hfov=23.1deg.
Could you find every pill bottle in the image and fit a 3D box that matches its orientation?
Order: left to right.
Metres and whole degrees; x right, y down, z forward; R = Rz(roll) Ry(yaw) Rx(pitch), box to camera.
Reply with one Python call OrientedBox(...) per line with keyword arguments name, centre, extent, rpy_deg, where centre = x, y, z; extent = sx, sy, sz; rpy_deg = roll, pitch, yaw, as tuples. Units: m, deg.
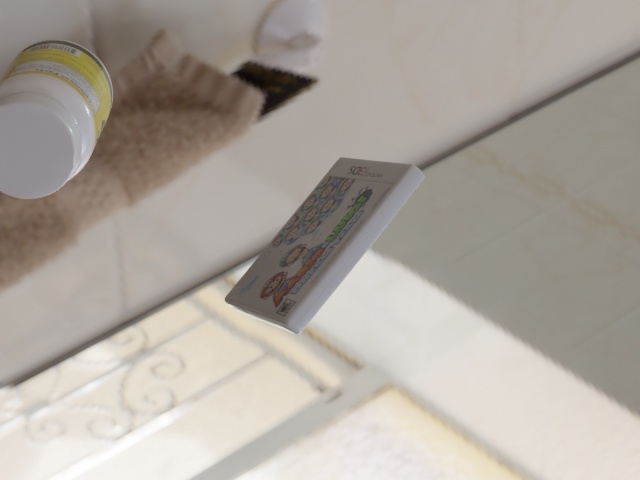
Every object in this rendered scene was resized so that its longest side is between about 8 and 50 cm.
OrientedBox(name="pill bottle", centre=(-0.280, -0.122, 1.580), extent=(0.208, 0.119, 0.119), rpy_deg=(-88, 165, -68))

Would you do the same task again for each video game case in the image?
OrientedBox(name="video game case", centre=(0.000, 0.000, 1.229), extent=(0.019, 0.157, 0.143), rpy_deg=(43, -11, -20))
